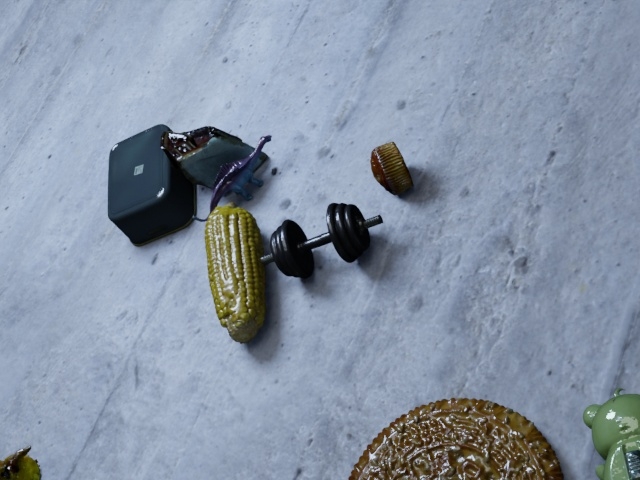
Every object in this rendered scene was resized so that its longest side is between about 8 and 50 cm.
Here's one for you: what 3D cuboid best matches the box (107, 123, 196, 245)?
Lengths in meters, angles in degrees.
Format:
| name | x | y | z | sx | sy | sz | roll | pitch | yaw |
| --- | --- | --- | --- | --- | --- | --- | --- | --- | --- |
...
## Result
| name | x | y | z | sx | sy | sz | roll | pitch | yaw |
| --- | --- | --- | --- | --- | --- | --- | --- | --- | --- |
| box | -0.311 | -0.106 | 1.796 | 0.144 | 0.090 | 0.201 | -21 | 51 | 18 |

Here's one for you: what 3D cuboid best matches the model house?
| name | x | y | z | sx | sy | sz | roll | pitch | yaw |
| --- | --- | --- | --- | --- | --- | --- | --- | --- | --- |
| model house | -0.210 | -0.162 | 1.748 | 0.152 | 0.165 | 0.106 | 38 | 99 | 43 |

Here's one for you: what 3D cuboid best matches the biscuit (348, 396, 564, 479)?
| name | x | y | z | sx | sy | sz | roll | pitch | yaw |
| --- | --- | --- | --- | --- | --- | --- | --- | --- | --- |
| biscuit | 0.161 | 0.335 | 1.240 | 0.305 | 0.038 | 0.305 | -16 | 52 | 21 |

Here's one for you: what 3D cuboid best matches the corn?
| name | x | y | z | sx | sy | sz | roll | pitch | yaw |
| --- | --- | --- | --- | --- | --- | --- | --- | --- | --- |
| corn | -0.136 | 0.044 | 1.585 | 0.097 | 0.097 | 0.262 | -21 | 51 | 17 |

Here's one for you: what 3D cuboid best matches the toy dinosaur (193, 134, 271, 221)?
| name | x | y | z | sx | sy | sz | roll | pitch | yaw |
| --- | --- | --- | --- | --- | --- | --- | --- | --- | --- |
| toy dinosaur | -0.145 | -0.103 | 1.701 | 0.197 | 0.080 | 0.045 | -49 | 51 | -8 |

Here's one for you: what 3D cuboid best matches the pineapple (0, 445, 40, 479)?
| name | x | y | z | sx | sy | sz | roll | pitch | yaw |
| --- | --- | --- | --- | --- | --- | --- | --- | --- | --- |
| pineapple | -0.535 | 0.448 | 1.500 | 0.158 | 0.161 | 0.335 | -14 | 55 | 25 |

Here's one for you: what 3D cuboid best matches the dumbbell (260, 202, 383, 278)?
| name | x | y | z | sx | sy | sz | roll | pitch | yaw |
| --- | --- | --- | --- | --- | --- | --- | --- | --- | --- |
| dumbbell | 0.000 | 0.000 | 1.530 | 0.208 | 0.099 | 0.099 | -20 | 51 | 20 |

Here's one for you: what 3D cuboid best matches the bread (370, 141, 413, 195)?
| name | x | y | z | sx | sy | sz | roll | pitch | yaw |
| --- | --- | --- | --- | --- | --- | --- | --- | --- | --- |
| bread | 0.108 | -0.111 | 1.554 | 0.053 | 0.085 | 0.085 | -26 | 49 | 3 |

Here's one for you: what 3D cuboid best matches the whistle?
| name | x | y | z | sx | sy | sz | roll | pitch | yaw |
| --- | --- | --- | --- | --- | --- | --- | --- | --- | --- |
| whistle | 0.371 | 0.268 | 1.131 | 0.105 | 0.085 | 0.227 | -19 | 50 | 19 |
